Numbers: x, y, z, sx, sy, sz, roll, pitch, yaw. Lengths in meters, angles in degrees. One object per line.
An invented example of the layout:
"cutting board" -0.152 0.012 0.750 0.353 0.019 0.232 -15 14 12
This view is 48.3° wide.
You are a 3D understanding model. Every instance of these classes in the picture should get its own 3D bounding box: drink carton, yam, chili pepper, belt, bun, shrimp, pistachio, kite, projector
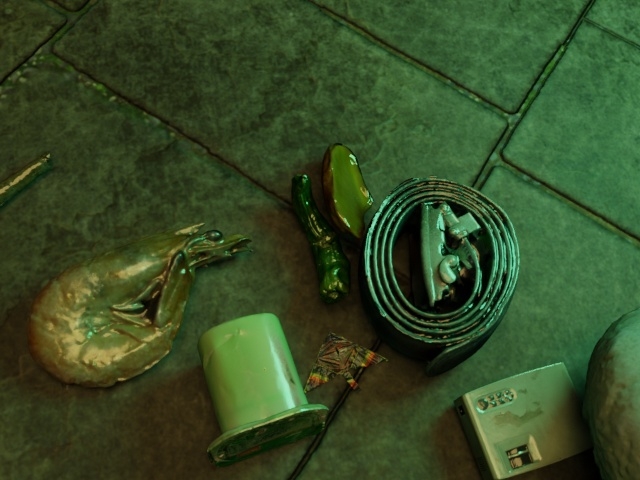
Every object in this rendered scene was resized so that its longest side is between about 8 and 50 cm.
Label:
"drink carton" -0.082 0.175 0.869 0.146 0.144 0.142 -15 64 -11
"yam" -0.425 -0.077 0.993 0.129 0.027 0.033 -40 46 -17
"chili pepper" 0.001 -0.001 0.980 0.050 0.073 0.182 -25 75 13
"belt" 0.152 0.049 0.952 0.206 0.116 0.267 10 65 2
"bun" 0.461 0.238 0.832 0.362 0.211 0.362 12 56 -18
"shrimp" -0.225 0.079 0.932 0.317 0.077 0.168 -24 82 -10
"pistachio" 0.033 -0.062 1.005 0.089 0.049 0.173 30 41 -34
"kite" 0.027 0.164 0.952 0.122 0.004 0.090 -24 72 -14
"projector" 0.261 0.233 0.916 0.147 0.061 0.115 -15 69 -11
